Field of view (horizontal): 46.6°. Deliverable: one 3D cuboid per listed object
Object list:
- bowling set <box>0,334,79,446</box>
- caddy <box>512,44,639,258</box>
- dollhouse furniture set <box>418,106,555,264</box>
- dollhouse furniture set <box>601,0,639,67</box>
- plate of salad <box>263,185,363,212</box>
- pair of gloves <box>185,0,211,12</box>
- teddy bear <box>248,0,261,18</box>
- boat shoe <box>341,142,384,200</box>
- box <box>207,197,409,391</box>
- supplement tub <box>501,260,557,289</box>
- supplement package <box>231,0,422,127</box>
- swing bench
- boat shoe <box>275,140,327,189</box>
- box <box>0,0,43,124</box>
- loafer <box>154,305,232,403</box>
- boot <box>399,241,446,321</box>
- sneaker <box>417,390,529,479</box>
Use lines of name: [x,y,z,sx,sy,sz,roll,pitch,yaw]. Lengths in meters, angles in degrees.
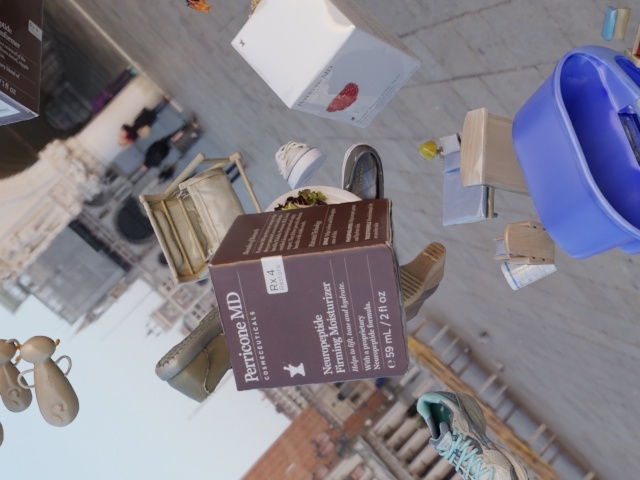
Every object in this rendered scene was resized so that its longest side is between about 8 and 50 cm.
bowling set: [-0.524,0.216,1.104,0.200,0.287,0.154,33,138,53]
caddy: [0.447,-0.132,1.120,0.179,0.242,0.341,131,129,-58]
dollhouse furniture set: [0.274,-0.095,1.446,0.198,0.286,0.303,9,172,-32]
dollhouse furniture set: [0.391,-0.313,0.936,0.130,0.183,0.129,5,-152,6]
plate of salad: [0.000,0.000,1.103,0.200,0.200,0.048,42,160,16]
pair of gloves: [-0.270,-0.565,1.708,0.074,0.083,0.010,6,-139,-51]
teddy bear: [-0.115,-0.553,1.541,0.245,0.113,0.337,98,160,-67]
boat shoe: [0.070,-0.042,1.197,0.080,0.228,0.076,3,-172,-9]
box: [-0.004,0.060,0.889,0.167,0.203,0.168,-78,-21,-69]
supplement tub: [0.472,0.061,1.687,0.071,0.107,0.071,54,-163,-25]
supplement package: [0.019,-0.335,1.330,0.175,0.177,0.293,50,-157,19]
swing bench: [-0.287,-0.055,1.877,0.165,0.255,0.253,-10,-106,-56]
boat shoe: [-0.049,-0.165,1.539,0.088,0.096,0.267,46,-179,-2]
box: [-0.592,-0.410,1.292,0.191,0.143,0.381,40,-137,-70]
loafer: [-0.136,0.147,1.074,0.094,0.251,0.087,-29,99,40]
boot: [0.136,0.125,1.378,0.090,0.248,0.206,41,140,23]
sneaker: [0.258,0.383,1.330,0.122,0.110,0.283,20,-158,-34]
